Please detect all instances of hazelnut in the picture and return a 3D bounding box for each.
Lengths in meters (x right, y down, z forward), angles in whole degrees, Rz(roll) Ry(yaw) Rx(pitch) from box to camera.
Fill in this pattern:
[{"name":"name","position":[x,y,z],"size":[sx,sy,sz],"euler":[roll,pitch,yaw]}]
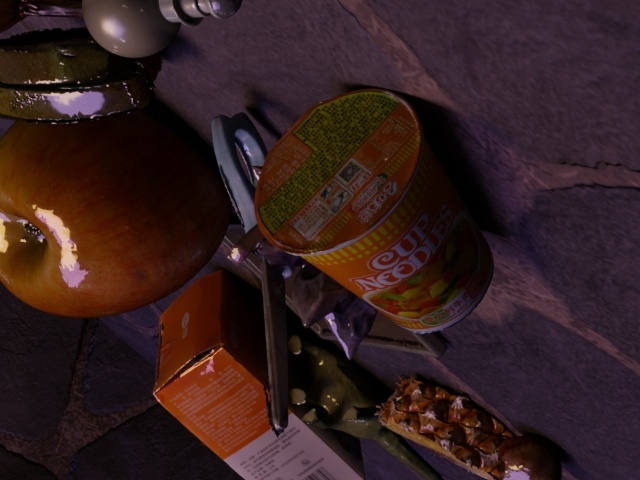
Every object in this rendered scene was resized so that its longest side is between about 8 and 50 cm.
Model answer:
[{"name":"hazelnut","position":[0.260,0.281,1.462],"size":[0.086,0.086,0.086],"euler":[35,162,13]}]

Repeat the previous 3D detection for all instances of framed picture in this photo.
[{"name":"framed picture","position":[-0.005,0.053,1.503],"size":[0.247,0.022,0.335],"euler":[45,162,-17]}]

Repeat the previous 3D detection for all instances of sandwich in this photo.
[{"name":"sandwich","position":[-0.257,-0.184,1.211],"size":[0.235,0.159,0.079],"euler":[19,131,45]}]

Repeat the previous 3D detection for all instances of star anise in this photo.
[{"name":"star anise","position":[0.000,0.001,1.116],"size":[0.081,0.230,0.262],"euler":[-14,170,21]}]

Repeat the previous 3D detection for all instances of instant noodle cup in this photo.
[{"name":"instant noodle cup","position":[0.059,-0.012,1.014],"size":[0.168,0.168,0.185],"euler":[21,162,45]}]

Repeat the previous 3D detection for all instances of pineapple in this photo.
[{"name":"pineapple","position":[0.179,0.251,1.549],"size":[0.233,0.079,0.135],"euler":[28,169,15]}]

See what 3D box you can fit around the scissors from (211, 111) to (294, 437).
[{"name":"scissors","position":[-0.049,0.034,1.118],"size":[0.029,0.360,0.191],"euler":[-21,136,20]}]

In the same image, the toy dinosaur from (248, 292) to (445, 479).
[{"name":"toy dinosaur","position":[0.071,0.249,1.783],"size":[0.301,0.087,0.447],"euler":[21,-151,-53]}]

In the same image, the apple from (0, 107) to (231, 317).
[{"name":"apple","position":[-0.280,-0.033,1.432],"size":[0.301,0.301,0.301],"euler":[35,162,13]}]

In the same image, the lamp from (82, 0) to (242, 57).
[{"name":"lamp","position":[-0.134,-0.207,1.027],"size":[0.163,0.091,0.091],"euler":[4,145,35]}]

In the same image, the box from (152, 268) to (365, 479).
[{"name":"box","position":[-0.095,0.236,1.793],"size":[0.341,0.143,0.225],"euler":[48,-165,-24]}]

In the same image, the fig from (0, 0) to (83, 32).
[{"name":"fig","position":[-0.337,-0.277,1.142],"size":[0.290,0.191,0.191],"euler":[8,149,29]}]
